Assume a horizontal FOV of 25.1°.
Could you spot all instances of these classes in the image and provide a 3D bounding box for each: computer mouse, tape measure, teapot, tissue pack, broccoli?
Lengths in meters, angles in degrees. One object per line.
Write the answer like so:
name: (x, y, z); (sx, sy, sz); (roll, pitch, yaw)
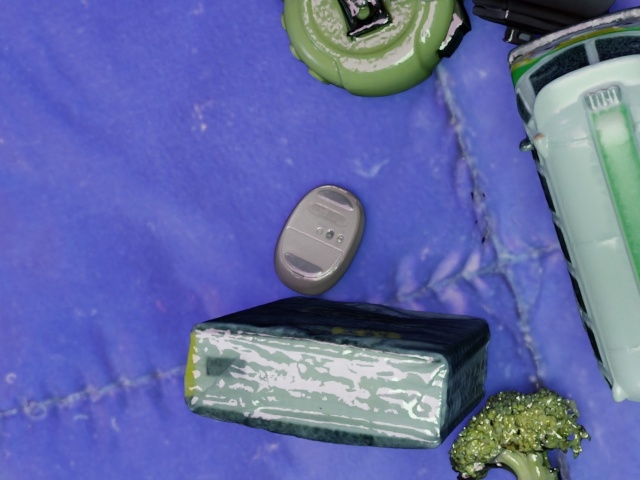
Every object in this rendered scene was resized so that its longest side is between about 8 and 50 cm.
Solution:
computer mouse: (0.000, 0.001, 1.214); (0.066, 0.039, 0.096); (25, 81, 12)
tape measure: (0.043, -0.195, 1.178); (0.177, 0.087, 0.154); (-14, 87, 16)
teapot: (0.166, -0.199, 1.124); (0.177, 0.087, 0.096); (10, 100, -29)
tissue pack: (0.023, 0.097, 1.095); (0.185, 0.257, 0.081); (8, 94, 13)
broccoli: (0.157, 0.166, 1.152); (0.097, 0.095, 0.092); (-17, 73, -15)

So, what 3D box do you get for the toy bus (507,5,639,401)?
toy bus: (0.235, -0.024, 1.069); (0.134, 0.164, 0.276); (-17, 102, 12)
